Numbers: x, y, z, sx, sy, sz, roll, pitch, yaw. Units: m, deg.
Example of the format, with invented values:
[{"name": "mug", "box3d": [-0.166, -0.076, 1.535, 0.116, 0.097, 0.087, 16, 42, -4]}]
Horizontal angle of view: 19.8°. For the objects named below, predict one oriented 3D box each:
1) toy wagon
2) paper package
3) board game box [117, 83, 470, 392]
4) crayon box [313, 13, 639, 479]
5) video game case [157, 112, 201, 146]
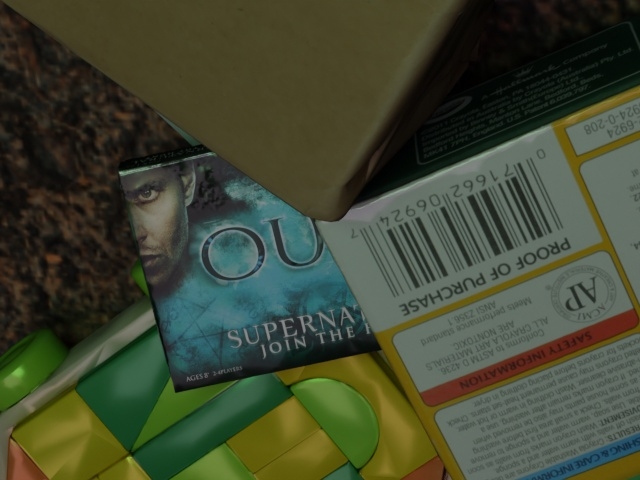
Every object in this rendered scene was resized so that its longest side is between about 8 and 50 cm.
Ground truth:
[{"name": "toy wagon", "box3d": [-0.081, 0.158, 1.063, 0.344, 0.068, 0.267, -35, 103, 17]}, {"name": "paper package", "box3d": [-0.041, -0.218, 0.735, 0.325, 0.168, 0.309, 36, 142, 3]}, {"name": "board game box", "box3d": [0.000, 0.000, 0.947, 0.186, 0.026, 0.126, -13, 107, 3]}, {"name": "crayon box", "box3d": [0.154, 0.065, 0.911, 0.203, 0.083, 0.323, -23, 114, 11]}, {"name": "video game case", "box3d": [-0.030, -0.129, 0.942, 0.173, 0.022, 0.190, 43, 124, -8]}]
